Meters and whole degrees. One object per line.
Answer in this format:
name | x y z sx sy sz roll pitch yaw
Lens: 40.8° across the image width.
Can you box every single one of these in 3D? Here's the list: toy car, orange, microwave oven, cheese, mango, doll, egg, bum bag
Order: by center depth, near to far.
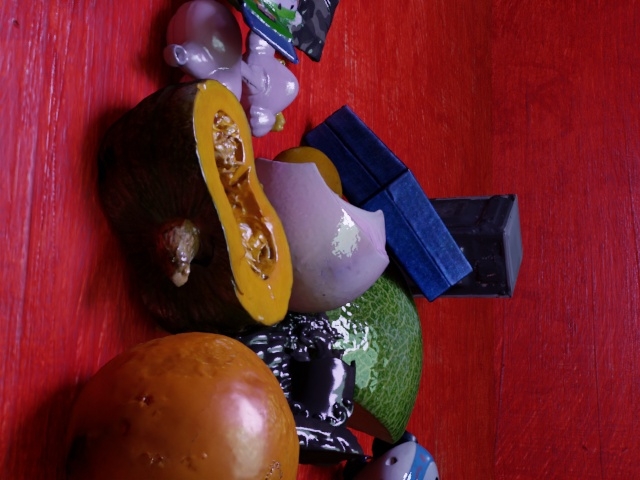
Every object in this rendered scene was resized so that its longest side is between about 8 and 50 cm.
orange | -0.143 0.220 0.890 0.246 0.246 0.246 -2 90 -69
cheese | -0.089 -0.344 1.162 0.204 0.083 0.320 33 25 -37
doll | -0.117 -0.230 1.197 0.365 0.094 0.160 -2 92 -69
egg | -0.006 0.018 1.216 0.271 0.162 0.206 33 93 -29
mango | -0.034 -0.038 1.357 0.151 0.120 0.221 -4 99 -57
bum bag | -0.012 -0.443 1.486 0.144 0.095 0.340 48 41 -37
toy car | 0.131 0.479 1.562 0.255 0.190 0.188 -56 -177 42
microwave oven | 0.292 0.005 1.942 0.237 0.295 0.181 -53 137 -58

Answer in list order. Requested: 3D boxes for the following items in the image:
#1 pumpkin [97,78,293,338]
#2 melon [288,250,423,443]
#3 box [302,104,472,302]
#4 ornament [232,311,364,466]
pumpkin | -0.148 -0.024 1.017 0.222 0.139 0.317 -53 133 -57
melon | 0.067 0.144 1.521 0.331 0.226 0.343 37 60 -31
box | 0.119 -0.066 1.519 0.279 0.116 0.261 52 0 -40
ornament | -0.056 0.186 1.230 0.251 0.106 0.260 12 56 -29
